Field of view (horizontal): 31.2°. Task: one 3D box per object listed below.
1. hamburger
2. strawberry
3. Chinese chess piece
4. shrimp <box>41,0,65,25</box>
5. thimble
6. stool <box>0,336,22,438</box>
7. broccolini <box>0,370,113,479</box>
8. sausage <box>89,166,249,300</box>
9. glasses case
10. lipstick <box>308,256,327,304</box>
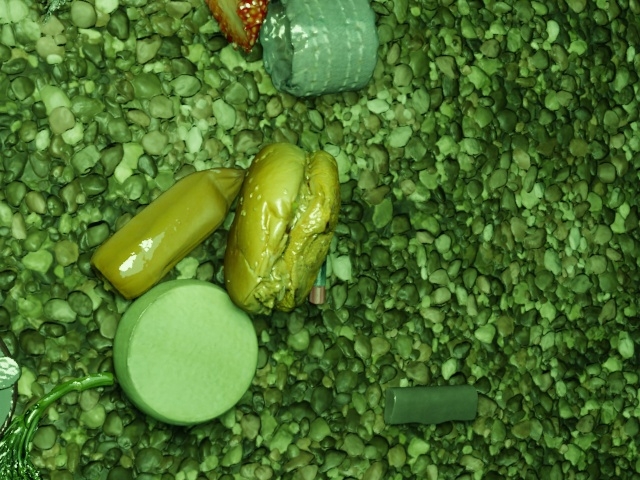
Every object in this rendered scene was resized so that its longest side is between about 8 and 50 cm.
[{"bbox_3d":[-0.066,-0.015,1.914,0.170,0.314,0.289,13,106,-4],"label":"hamburger"},{"bbox_3d":[-0.142,-0.479,1.936,0.138,0.233,0.306,-25,107,-21],"label":"strawberry"},{"bbox_3d":[-0.229,0.190,1.954,0.250,0.101,0.250,0,90,-25],"label":"Chinese chess piece"},{"bbox_3d":[-0.434,-0.431,1.889,0.065,0.057,0.165,30,67,-38],"label":"shrimp"},{"bbox_3d":[-0.010,-0.370,2.006,0.172,0.205,0.236,-8,90,-24],"label":"thimble"},{"bbox_3d":[-0.588,0.224,1.726,0.272,0.178,0.272,3,81,-19],"label":"stool"},{"bbox_3d":[-0.439,0.318,1.884,0.271,0.062,0.123,-37,111,-23],"label":"broccolini"},{"bbox_3d":[-0.245,-0.030,1.949,0.328,0.112,0.112,-43,107,-20],"label":"sausage"},{"bbox_3d":[0.212,0.315,2.200,0.191,0.042,0.072,1,97,-25],"label":"glasses case"},{"bbox_3d":[0.000,0.000,2.093,0.053,0.053,0.234,0,91,-25],"label":"lipstick"}]
